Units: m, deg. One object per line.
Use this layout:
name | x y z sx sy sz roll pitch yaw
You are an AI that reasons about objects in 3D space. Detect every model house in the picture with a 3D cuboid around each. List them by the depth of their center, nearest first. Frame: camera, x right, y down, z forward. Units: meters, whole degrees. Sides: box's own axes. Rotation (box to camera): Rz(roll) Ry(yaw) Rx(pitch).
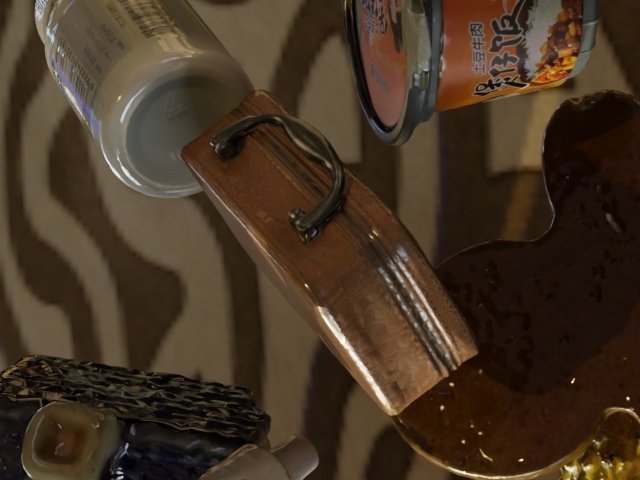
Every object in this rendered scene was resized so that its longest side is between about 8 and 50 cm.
model house | -0.143 0.231 1.266 0.284 0.243 0.298 79 -160 -60

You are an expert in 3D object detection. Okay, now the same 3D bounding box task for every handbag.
handbag | 0.000 0.000 1.137 0.193 0.072 0.151 49 175 47

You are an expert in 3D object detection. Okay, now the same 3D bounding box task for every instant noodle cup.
instant noodle cup | 0.090 -0.149 1.147 0.208 0.126 0.177 -108 17 -49

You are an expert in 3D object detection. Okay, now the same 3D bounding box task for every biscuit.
biscuit | 0.243 0.027 1.225 0.432 0.064 0.283 -25 73 8

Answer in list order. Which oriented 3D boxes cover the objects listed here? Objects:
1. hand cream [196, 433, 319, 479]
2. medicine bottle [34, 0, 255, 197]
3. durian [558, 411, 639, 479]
hand cream | -0.073 0.187 1.080 0.050 0.257 0.084 -3 121 32
medicine bottle | -0.117 -0.113 1.248 0.186 0.103 0.102 52 135 51
durian | 0.277 0.113 1.364 0.183 0.250 0.138 9 133 55
